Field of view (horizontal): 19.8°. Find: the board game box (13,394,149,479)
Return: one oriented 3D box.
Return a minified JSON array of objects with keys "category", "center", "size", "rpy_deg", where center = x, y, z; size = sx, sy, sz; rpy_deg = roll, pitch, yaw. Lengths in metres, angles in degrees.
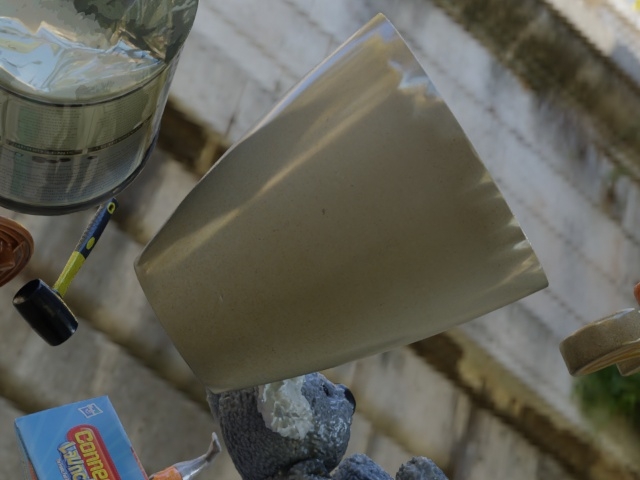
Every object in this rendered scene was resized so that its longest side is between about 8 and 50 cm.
[{"category":"board game box","center":[-0.159,0.340,1.527],"size":[0.086,0.302,0.308],"rpy_deg":[-15,-55,-16]}]

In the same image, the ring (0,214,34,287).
[{"category":"ring","center":[-0.435,0.044,1.726],"size":[0.337,0.032,0.336],"rpy_deg":[-12,-16,-4]}]

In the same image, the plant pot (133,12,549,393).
[{"category":"plant pot","center":[0.000,0.000,1.464],"size":[0.274,0.256,0.256],"rpy_deg":[-32,-60,2]}]

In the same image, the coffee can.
[{"category":"coffee can","center":[-0.214,-0.156,1.487],"size":[0.202,0.201,0.275],"rpy_deg":[21,-20,-5]}]

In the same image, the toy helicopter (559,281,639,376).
[{"category":"toy helicopter","center":[0.361,0.075,1.758],"size":[0.235,0.355,0.140],"rpy_deg":[-33,-106,39]}]

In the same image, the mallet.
[{"category":"mallet","center":[-0.232,0.028,1.780],"size":[0.039,0.189,0.062],"rpy_deg":[-19,-66,34]}]

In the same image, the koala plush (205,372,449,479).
[{"category":"koala plush","center":[-0.021,0.198,1.635],"size":[0.221,0.203,0.196],"rpy_deg":[64,-20,-5]}]

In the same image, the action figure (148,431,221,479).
[{"category":"action figure","center":[-0.225,0.435,2.237],"size":[0.330,0.341,0.178],"rpy_deg":[-22,-12,-4]}]
